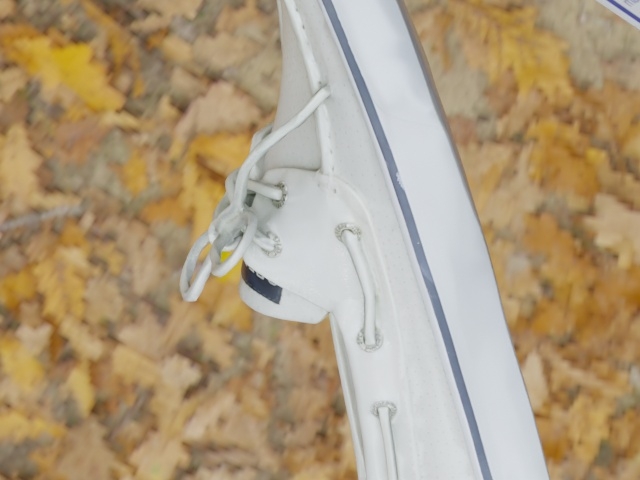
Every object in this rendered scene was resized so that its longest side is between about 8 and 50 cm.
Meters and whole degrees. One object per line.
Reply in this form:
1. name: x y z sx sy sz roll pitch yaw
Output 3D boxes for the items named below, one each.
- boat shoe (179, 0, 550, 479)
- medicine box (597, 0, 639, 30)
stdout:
1. boat shoe: 0.000 -0.002 0.994 0.156 0.136 0.367 -17 115 3
2. medicine box: 0.242 -0.174 0.738 0.289 0.263 0.149 33 156 -9
